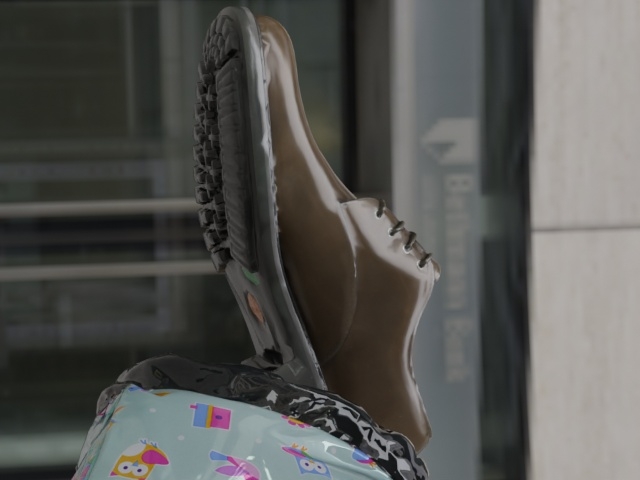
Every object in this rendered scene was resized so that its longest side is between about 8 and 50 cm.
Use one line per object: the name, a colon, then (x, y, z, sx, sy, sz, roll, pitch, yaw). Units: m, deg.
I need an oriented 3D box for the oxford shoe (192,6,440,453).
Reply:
oxford shoe: (0.000, 0.000, 0.847, 0.083, 0.096, 0.227, -157, -128, -68)

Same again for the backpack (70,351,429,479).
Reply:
backpack: (-0.044, 0.127, 0.653, 0.182, 0.152, 0.115, -67, 168, -50)
